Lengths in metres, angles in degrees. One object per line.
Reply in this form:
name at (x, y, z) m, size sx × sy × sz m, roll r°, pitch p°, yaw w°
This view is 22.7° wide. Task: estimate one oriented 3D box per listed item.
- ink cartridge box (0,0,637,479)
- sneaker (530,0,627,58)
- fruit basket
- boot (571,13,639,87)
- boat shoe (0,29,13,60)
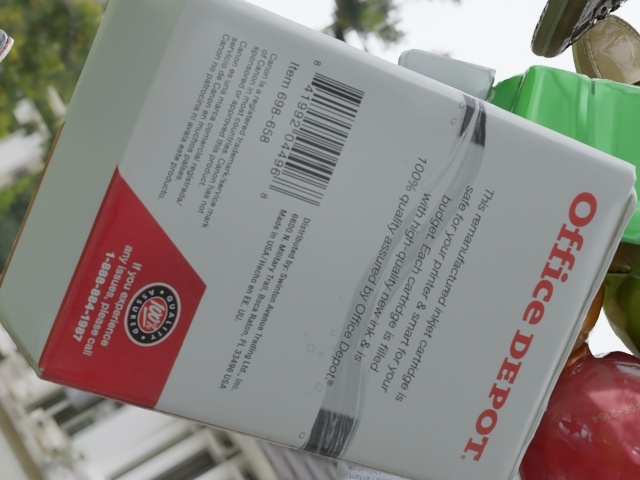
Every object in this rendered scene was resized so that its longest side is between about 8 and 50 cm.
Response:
ink cartridge box at (0.000, 0.000, 0.824) m, size 0.273 × 0.197 × 0.114 m, roll 20°, pitch 7°, yaw -27°
sneaker at (0.225, -0.205, 1.165) m, size 0.071 × 0.188 × 0.066 m, roll 32°, pitch 3°, yaw 2°
fruit basket at (0.174, 0.077, 1.038) m, size 0.165 × 0.327 × 0.353 m, roll -179°, pitch -82°, yaw -75°
boot at (0.293, -0.117, 1.352) m, size 0.213 × 0.077 × 0.165 m, roll 62°, pitch -4°, yaw 7°
boat shoe at (-0.287, -0.119, 1.203) m, size 0.043 × 0.137 × 0.049 m, roll 47°, pitch -26°, yaw -12°
